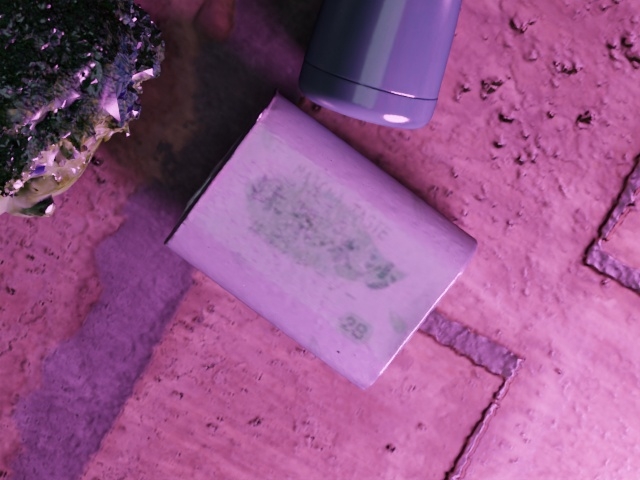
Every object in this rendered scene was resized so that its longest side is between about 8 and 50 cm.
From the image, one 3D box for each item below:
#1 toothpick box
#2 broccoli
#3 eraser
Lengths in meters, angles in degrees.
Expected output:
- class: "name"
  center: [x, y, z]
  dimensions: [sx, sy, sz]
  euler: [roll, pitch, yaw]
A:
- class: "toothpick box"
  center: [0.061, -0.196, 1.614]
  dimensions: [0.120, 0.120, 0.184]
  euler: [17, 101, -2]
- class: "broccoli"
  center: [-0.271, -0.128, 1.605]
  dimensions: [0.295, 0.265, 0.245]
  euler: [-12, 137, -23]
- class: "eraser"
  center: [0.000, 0.000, 1.687]
  dimensions: [0.227, 0.081, 0.174]
  euler: [37, 103, -6]
